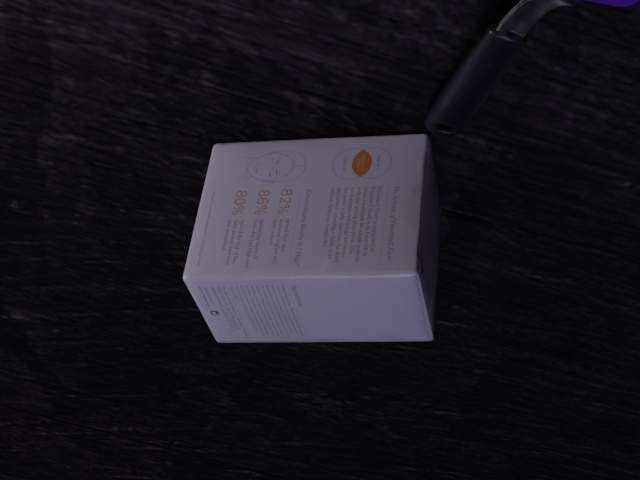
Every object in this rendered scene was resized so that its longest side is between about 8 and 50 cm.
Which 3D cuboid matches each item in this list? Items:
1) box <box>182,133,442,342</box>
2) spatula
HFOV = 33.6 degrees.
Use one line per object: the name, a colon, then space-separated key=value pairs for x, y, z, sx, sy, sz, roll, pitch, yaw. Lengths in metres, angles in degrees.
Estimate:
box: x=0.000 y=0.000 z=0.796 sx=0.170 sy=0.130 sz=0.091 roll=-1 pitch=143 yaw=13
spatula: x=0.123 y=-0.129 z=0.636 sx=0.084 sy=0.030 sz=0.296 roll=15 pitch=159 yaw=-9
